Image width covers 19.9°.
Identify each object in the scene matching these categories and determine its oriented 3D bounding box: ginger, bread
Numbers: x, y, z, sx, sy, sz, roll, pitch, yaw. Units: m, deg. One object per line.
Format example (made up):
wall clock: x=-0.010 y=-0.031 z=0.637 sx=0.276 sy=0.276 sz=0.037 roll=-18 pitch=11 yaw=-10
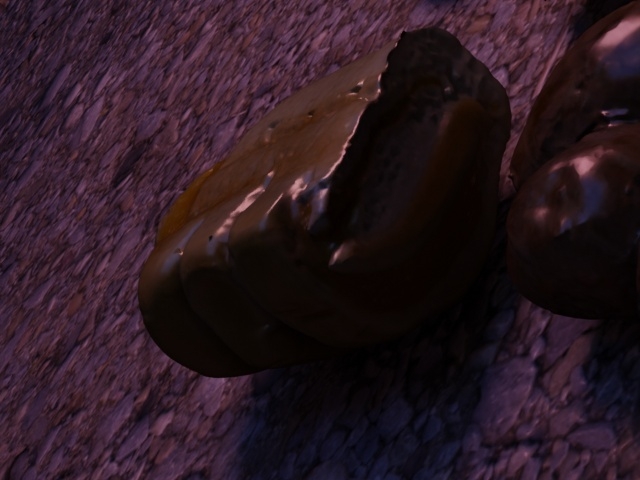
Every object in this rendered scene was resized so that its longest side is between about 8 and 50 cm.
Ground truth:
ginger: x=0.240 y=-0.041 z=1.381 sx=0.244 sy=0.155 sz=0.304 roll=-22 pitch=45 yaw=34
bread: x=0.000 y=0.000 z=1.632 sx=0.341 sy=0.210 sz=0.300 roll=-26 pitch=23 yaw=43
